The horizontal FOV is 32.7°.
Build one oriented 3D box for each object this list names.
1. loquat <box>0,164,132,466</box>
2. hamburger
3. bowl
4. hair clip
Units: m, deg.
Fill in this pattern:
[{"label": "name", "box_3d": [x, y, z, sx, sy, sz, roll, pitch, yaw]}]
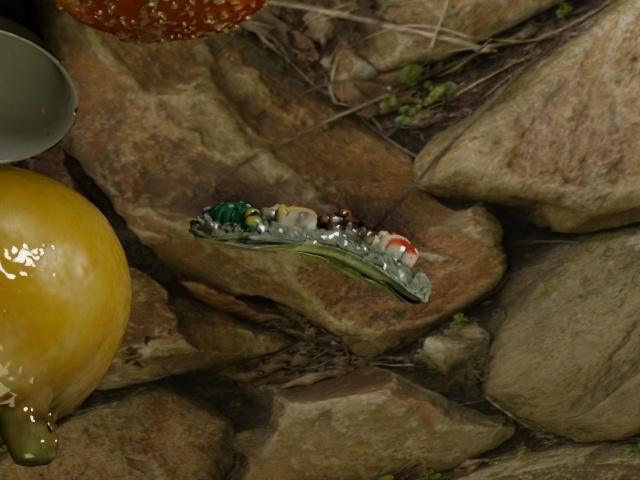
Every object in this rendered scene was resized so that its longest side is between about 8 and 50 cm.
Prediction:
[{"label": "loquat", "box_3d": [-0.360, 0.090, 1.168, 0.329, 0.359, 0.328, -21, 147, -14]}, {"label": "hamburger", "box_3d": [-0.138, -0.257, 0.924, 0.237, 0.147, 0.237, -5, 146, -4]}, {"label": "bowl", "box_3d": [-0.330, -0.163, 1.054, 0.189, 0.086, 0.189, -6, 144, -4]}, {"label": "hair clip", "box_3d": [0.000, -0.002, 1.359, 0.321, 0.138, 0.091, 18, 91, -33]}]
